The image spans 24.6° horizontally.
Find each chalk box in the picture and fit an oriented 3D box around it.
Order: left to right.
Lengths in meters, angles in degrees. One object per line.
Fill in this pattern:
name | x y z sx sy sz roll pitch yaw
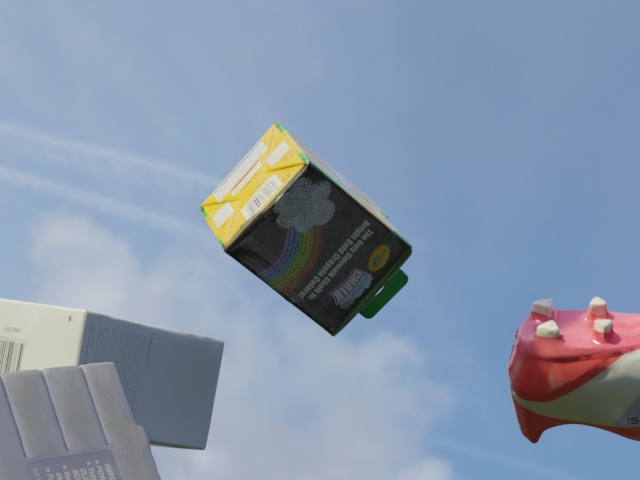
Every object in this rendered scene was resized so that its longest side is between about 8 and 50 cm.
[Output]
chalk box | 0.000 0.000 1.570 0.213 0.132 0.132 40 7 -28

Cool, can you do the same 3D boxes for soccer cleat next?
soccer cleat | 0.246 0.089 0.949 0.248 0.083 0.095 1 -65 5

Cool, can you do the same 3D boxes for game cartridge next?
game cartridge | -0.186 0.261 1.038 0.068 0.355 0.230 -36 -23 34

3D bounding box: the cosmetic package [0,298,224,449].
cosmetic package | -0.272 0.152 1.675 0.224 0.138 0.225 4 -7 40
